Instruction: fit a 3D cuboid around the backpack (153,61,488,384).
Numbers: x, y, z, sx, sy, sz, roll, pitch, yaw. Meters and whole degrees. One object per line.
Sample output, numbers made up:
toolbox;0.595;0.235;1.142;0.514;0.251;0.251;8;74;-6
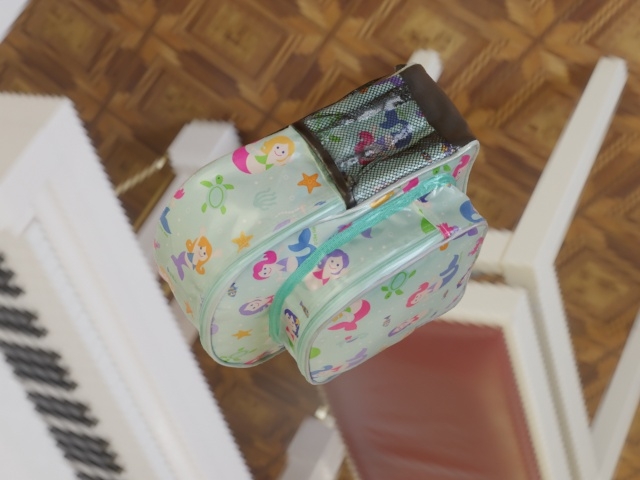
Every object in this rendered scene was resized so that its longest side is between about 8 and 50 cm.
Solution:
backpack;0.000;0.000;1.203;0.191;0.253;0.225;62;163;23
